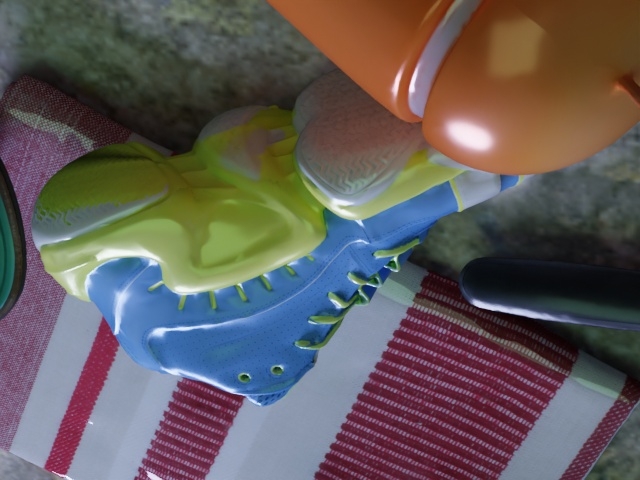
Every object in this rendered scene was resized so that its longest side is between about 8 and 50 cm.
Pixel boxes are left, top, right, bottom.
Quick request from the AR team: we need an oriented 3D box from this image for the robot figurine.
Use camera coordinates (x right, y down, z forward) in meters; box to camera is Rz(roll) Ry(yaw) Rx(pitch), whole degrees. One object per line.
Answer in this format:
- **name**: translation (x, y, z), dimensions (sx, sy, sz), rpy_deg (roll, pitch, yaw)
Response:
- **robot figurine**: translation (0.046, -0.111, 0.619), dimensions (0.219, 0.128, 0.158), rpy_deg (44, 151, 16)

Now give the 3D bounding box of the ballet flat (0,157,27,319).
- **ballet flat**: translation (-0.233, -0.078, 0.817), dimensions (0.095, 0.096, 0.280), rpy_deg (-38, 101, -5)

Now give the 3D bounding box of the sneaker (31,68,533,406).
- **sneaker**: translation (0.000, 0.000, 0.770), dimensions (0.240, 0.091, 0.126), rpy_deg (-10, 122, 22)

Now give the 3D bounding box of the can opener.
- **can opener**: translation (0.152, 0.025, 0.769), dimensions (0.186, 0.073, 0.059), rpy_deg (1, 167, 27)

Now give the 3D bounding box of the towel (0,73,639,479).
- **towel**: translation (-0.033, 0.072, 0.895), dimensions (0.329, 0.037, 0.237), rpy_deg (26, 132, -1)
